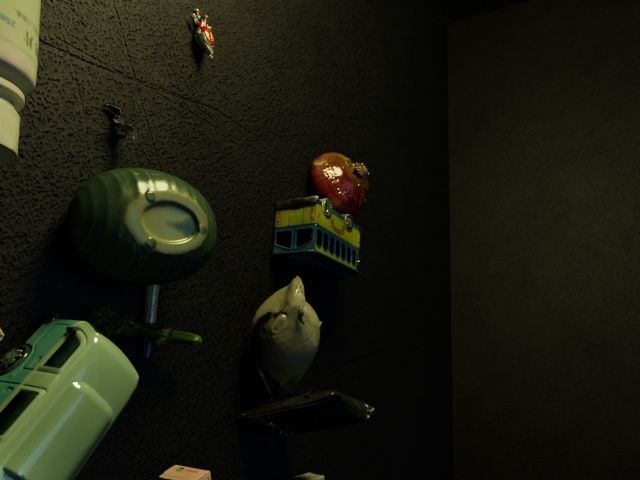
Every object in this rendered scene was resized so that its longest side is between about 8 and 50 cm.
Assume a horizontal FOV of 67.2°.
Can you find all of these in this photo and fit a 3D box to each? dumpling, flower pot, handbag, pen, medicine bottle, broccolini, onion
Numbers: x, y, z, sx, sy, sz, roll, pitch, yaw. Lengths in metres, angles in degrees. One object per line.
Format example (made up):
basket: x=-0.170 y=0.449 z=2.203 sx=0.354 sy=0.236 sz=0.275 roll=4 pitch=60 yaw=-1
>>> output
dumpling: x=-0.098 y=0.212 z=1.117 sx=0.163 sy=0.204 sz=0.293 roll=-1 pitch=117 yaw=-27
flower pot: x=-0.282 y=-0.021 z=0.787 sx=0.242 sy=0.157 sz=0.190 roll=8 pitch=81 yaw=-46
handbag: x=-0.032 y=0.392 z=1.094 sx=0.211 sy=0.254 sz=0.089 roll=39 pitch=37 yaw=-50
pen: x=-0.306 y=0.108 z=0.869 sx=0.025 sy=0.025 sz=0.205 roll=21 pitch=68 yaw=-58
medicine bottle: x=-0.424 y=-0.245 z=0.559 sx=0.170 sy=0.170 sz=0.294 roll=13 pitch=74 yaw=-60
broccolini: x=-0.287 y=0.151 z=0.821 sx=0.216 sy=0.067 sz=0.058 roll=23 pitch=107 yaw=-44
onion: x=0.074 y=-0.171 z=1.442 sx=0.230 sy=0.163 sz=0.230 roll=50 pitch=25 yaw=-33

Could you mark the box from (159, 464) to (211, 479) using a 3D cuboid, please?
box: x=-0.237 y=0.478 z=0.867 sx=0.043 sy=0.089 sz=0.125 roll=-13 pitch=99 yaw=-61

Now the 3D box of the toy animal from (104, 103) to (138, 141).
toy animal: x=-0.345 y=-0.196 z=0.836 sx=0.028 sy=0.050 sz=0.084 roll=-36 pitch=85 yaw=-31

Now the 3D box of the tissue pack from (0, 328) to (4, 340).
tissue pack: x=-0.432 y=0.105 z=0.566 sx=0.059 sy=0.094 sz=0.074 roll=-54 pitch=130 yaw=-49

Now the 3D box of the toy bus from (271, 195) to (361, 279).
toy bus: x=0.000 y=0.000 z=1.320 sx=0.287 sy=0.138 sz=0.175 roll=29 pitch=60 yaw=-56

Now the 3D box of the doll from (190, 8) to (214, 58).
doll: x=-0.252 y=-0.441 z=1.037 sx=0.057 sy=0.039 sz=0.114 roll=102 pitch=-25 yaw=-78

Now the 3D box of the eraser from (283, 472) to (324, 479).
eraser: x=-0.064 y=0.651 z=1.177 sx=0.210 sy=0.067 sz=0.125 roll=28 pitch=61 yaw=-58

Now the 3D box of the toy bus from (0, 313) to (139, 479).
toy bus: x=-0.356 y=0.230 z=0.612 sx=0.133 sy=0.164 sz=0.272 roll=64 pitch=35 yaw=-32
